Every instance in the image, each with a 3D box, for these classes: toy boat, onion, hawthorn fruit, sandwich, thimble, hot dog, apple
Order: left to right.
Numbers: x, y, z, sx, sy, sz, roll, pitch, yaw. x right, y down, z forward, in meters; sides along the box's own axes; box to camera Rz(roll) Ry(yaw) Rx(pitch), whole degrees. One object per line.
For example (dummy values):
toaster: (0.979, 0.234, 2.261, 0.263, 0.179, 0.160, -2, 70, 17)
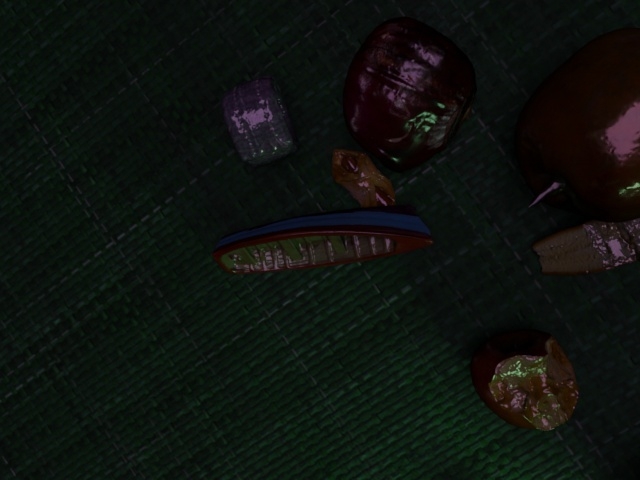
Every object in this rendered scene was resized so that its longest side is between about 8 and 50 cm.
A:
thimble: (-0.103, -0.209, 0.934, 0.098, 0.150, 0.150, -18, 90, 8)
toy boat: (0.000, 0.000, 0.948, 0.392, 0.136, 0.079, -9, 60, 13)
hot dog: (0.078, -0.108, 0.955, 0.078, 0.061, 0.169, -44, 86, 8)
onion: (0.132, -0.235, 0.875, 0.216, 0.207, 0.206, 31, 93, 11)
apple: (0.344, 0.238, 0.896, 0.156, 0.147, 0.158, -25, 100, -24)
hawthorn fruit: (0.430, -0.153, 0.806, 0.301, 0.268, 0.267, -37, 87, 8)
sandwich: (0.492, -0.002, 0.887, 0.244, 0.088, 0.090, -18, 86, 9)
